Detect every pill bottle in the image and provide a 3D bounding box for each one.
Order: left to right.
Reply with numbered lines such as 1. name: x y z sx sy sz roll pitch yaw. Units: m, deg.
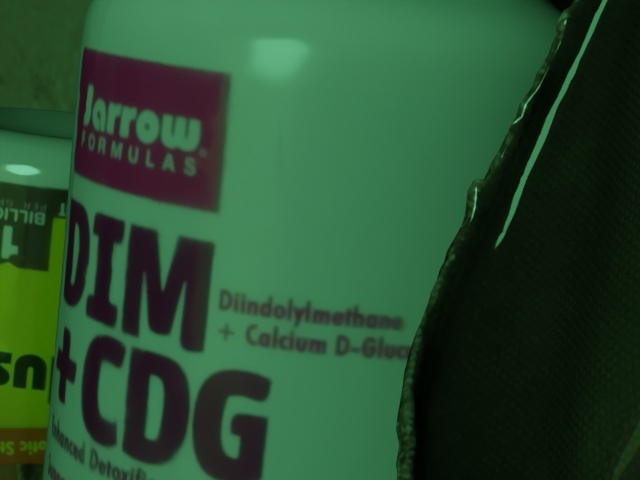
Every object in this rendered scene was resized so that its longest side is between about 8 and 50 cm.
1. pill bottle: -0.107 0.061 0.574 0.117 0.117 0.215 14 102 35
2. pill bottle: 0.000 0.000 0.462 0.160 0.160 0.283 13 101 35

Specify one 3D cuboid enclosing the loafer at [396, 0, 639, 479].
1. loafer: 0.114 -0.067 0.319 0.134 0.130 0.366 26 85 34
